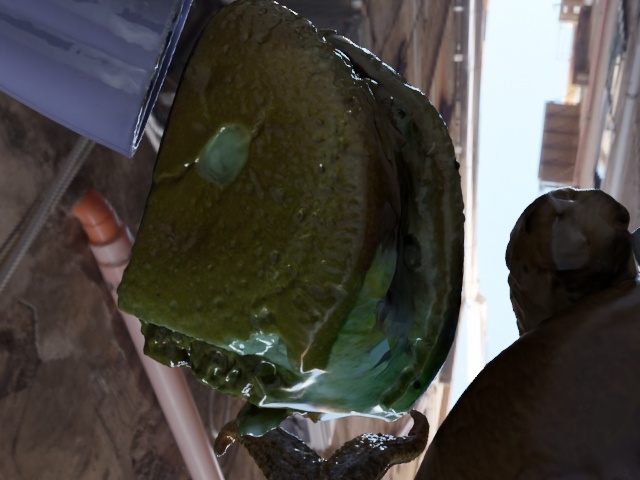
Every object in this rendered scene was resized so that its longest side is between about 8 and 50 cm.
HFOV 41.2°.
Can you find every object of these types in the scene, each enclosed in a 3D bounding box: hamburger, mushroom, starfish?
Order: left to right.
[{"bbox_3d":[0.000,0.000,0.555,0.192,0.287,0.168,21,-173,25],"label":"hamburger"},{"bbox_3d":[0.007,0.307,0.968,0.375,0.094,0.327,-27,-120,-34],"label":"starfish"},{"bbox_3d":[0.216,0.153,0.525,0.345,0.345,0.239,0,-149,8],"label":"mushroom"}]

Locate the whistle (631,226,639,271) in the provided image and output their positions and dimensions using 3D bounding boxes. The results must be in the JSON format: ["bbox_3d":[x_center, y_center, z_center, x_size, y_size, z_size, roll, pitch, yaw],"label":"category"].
[{"bbox_3d":[0.521,0.084,1.113,0.189,0.189,0.347,-20,-131,-13],"label":"whistle"}]

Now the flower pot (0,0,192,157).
[{"bbox_3d":[-0.249,-0.242,0.824,0.243,0.265,0.265,22,-136,-14],"label":"flower pot"}]
